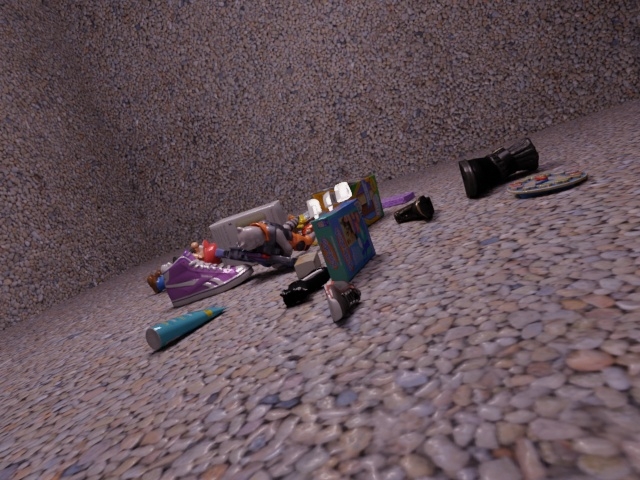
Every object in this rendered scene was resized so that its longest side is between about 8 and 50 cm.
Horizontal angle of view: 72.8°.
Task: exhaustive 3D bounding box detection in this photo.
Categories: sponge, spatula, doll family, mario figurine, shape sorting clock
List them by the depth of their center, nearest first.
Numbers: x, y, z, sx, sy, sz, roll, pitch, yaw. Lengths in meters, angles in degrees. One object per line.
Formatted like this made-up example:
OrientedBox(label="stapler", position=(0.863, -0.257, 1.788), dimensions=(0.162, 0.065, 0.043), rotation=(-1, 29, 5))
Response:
OrientedBox(label="shape sorting clock", position=(0.639, -0.168, 1.234), dimensions=(0.206, 0.041, 0.206), rotation=(-19, 9, 3))
OrientedBox(label="spatula", position=(0.046, -0.085, 1.495), dimensions=(0.168, 0.019, 0.242), rotation=(-23, 52, 10))
OrientedBox(label="mario figurine", position=(-0.567, 0.083, 1.818), dimensions=(0.320, 0.170, 0.198), rotation=(-26, 43, 3))
OrientedBox(label="doll family", position=(-0.099, -0.082, 1.956), dimensions=(0.163, 0.118, 0.263), rotation=(-35, 12, -7))
OrientedBox(label="sponge", position=(0.317, -0.178, 1.994), dimensions=(0.209, 0.031, 0.117), rotation=(-12, 12, 40))

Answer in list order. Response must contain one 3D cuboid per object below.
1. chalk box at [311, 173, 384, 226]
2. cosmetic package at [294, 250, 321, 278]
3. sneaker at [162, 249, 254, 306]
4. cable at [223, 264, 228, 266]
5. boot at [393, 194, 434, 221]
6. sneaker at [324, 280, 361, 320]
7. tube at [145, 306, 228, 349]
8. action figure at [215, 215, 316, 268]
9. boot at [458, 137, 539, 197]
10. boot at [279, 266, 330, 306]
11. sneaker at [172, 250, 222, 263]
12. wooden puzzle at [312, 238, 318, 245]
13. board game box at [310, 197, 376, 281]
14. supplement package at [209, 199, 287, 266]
OrientedBox(label="chalk box", position=(0.127, -0.147, 1.716), dimensions=(0.180, 0.179, 0.289), rotation=(-8, 12, 35))
OrientedBox(label="cosmetic package", position=(-0.035, 0.068, 1.232), dimensions=(0.060, 0.041, 0.115), rotation=(-18, 9, 6))
OrientedBox(label="sneaker", position=(-0.366, 0.095, 1.396), dimensions=(0.281, 0.161, 0.102), rotation=(-19, 7, -9))
OrientedBox(label="cable", position=(-0.405, 0.139, 1.568), dimensions=(0.184, 0.047, 0.150), rotation=(-14, 10, 25))
OrientedBox(label="boot", position=(0.294, -0.089, 1.427), dimensions=(0.136, 0.077, 0.198), rotation=(-21, -5, 22))
OrientedBox(label="sneaker", position=(0.044, 0.102, 0.818), dimensions=(0.064, 0.061, 0.158), rotation=(-12, 10, 3))
OrientedBox(label="tube", position=(-0.323, 0.200, 1.056), dimensions=(0.080, 0.052, 0.207), rotation=(-2, 10, 31))
OrientedBox(label="action figure", position=(-0.184, -0.006, 1.452), dimensions=(0.340, 0.179, 0.330), rotation=(5, 1, 25))
OrientedBox(label="boot", position=(0.628, -0.261, 1.521), dimensions=(0.259, 0.131, 0.348), rotation=(-16, 9, 23))
OrientedBox(label="boot", position=(-0.033, 0.106, 0.995), dimensions=(0.121, 0.045, 0.099), rotation=(-25, 6, 9))
OrientedBox(label="sneaker", position=(-0.558, 0.085, 2.029), dimensions=(0.267, 0.106, 0.101), rotation=(-23, 8, -29))
OrientedBox(label="wooden puzzle", position=(0.000, 0.000, 1.660), dimensions=(0.078, 0.014, 0.116), rotation=(-4, 18, 46))
OrientedBox(label="board game box", position=(0.064, -0.004, 1.079), dimensions=(0.047, 0.160, 0.210), rotation=(-15, 9, 28))
OrientedBox(label="supplement package", position=(-0.263, -0.020, 1.727), dimensions=(0.262, 0.200, 0.198), rotation=(-18, 9, 4))
